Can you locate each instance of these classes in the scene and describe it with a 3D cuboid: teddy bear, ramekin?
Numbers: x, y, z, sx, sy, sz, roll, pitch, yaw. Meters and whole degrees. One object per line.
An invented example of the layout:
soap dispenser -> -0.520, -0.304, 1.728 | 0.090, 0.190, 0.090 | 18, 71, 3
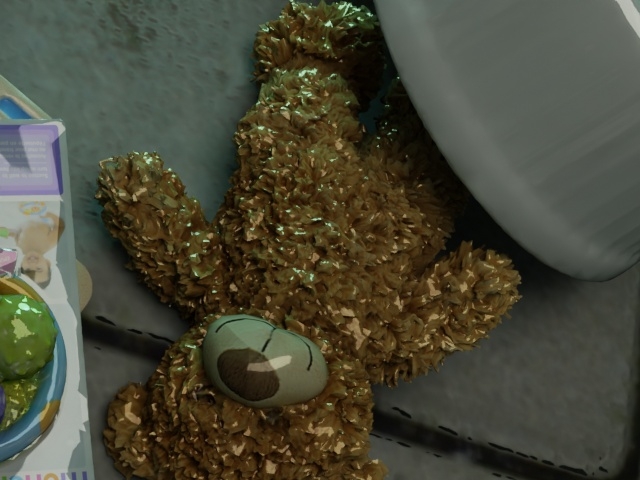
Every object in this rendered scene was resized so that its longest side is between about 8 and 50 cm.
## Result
teddy bear -> 0.000, 0.000, 0.974 | 0.245, 0.113, 0.338 | 44, 59, -3
ramekin -> 0.166, -0.127, 1.016 | 0.277, 0.135, 0.277 | 37, 37, -34

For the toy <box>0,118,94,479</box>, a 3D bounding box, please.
toy -> -0.186, 0.040, 0.873 | 0.137, 0.056, 0.237 | -1, 71, -22

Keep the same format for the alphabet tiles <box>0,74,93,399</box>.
alphabet tiles -> -0.273, -0.005, 0.897 | 0.278, 0.021, 0.284 | 40, 60, -5
